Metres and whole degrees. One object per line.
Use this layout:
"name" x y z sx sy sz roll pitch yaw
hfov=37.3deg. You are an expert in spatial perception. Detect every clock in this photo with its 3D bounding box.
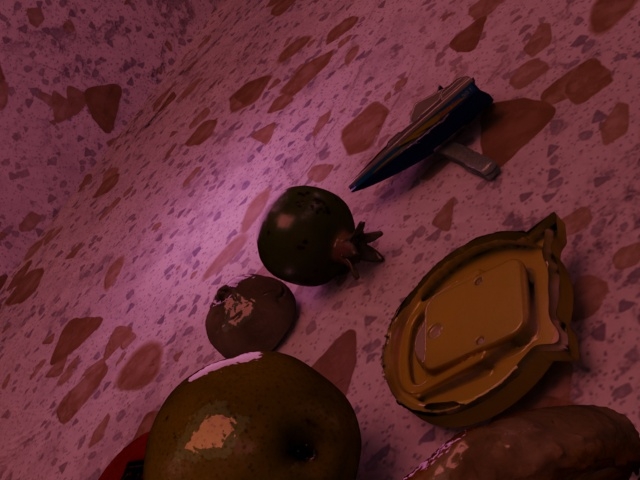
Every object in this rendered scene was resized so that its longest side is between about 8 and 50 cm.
"clock" 0.211 0.116 1.235 0.293 0.071 0.277 -24 37 37

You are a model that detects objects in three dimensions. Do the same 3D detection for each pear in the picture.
"pear" -0.085 0.277 1.214 0.294 0.294 0.294 -34 28 22

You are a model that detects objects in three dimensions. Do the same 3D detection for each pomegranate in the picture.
"pomegranate" 0.000 0.000 1.618 0.224 0.181 0.181 19 65 38

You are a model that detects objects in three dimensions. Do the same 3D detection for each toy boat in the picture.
"toy boat" 0.164 -0.182 1.679 0.295 0.088 0.129 -39 -2 11

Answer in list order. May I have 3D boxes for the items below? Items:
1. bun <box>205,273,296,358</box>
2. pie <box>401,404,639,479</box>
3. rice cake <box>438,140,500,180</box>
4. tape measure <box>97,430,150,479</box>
"bun" -0.133 0.125 1.671 0.166 0.113 0.173 -46 29 -2
"pie" 0.160 0.253 0.893 0.315 0.315 0.092 -40 59 11
"rice cake" 0.248 -0.135 1.587 0.033 0.029 0.171 -46 27 1
"tape measure" -0.274 0.415 1.465 0.253 0.114 0.260 -20 36 40
